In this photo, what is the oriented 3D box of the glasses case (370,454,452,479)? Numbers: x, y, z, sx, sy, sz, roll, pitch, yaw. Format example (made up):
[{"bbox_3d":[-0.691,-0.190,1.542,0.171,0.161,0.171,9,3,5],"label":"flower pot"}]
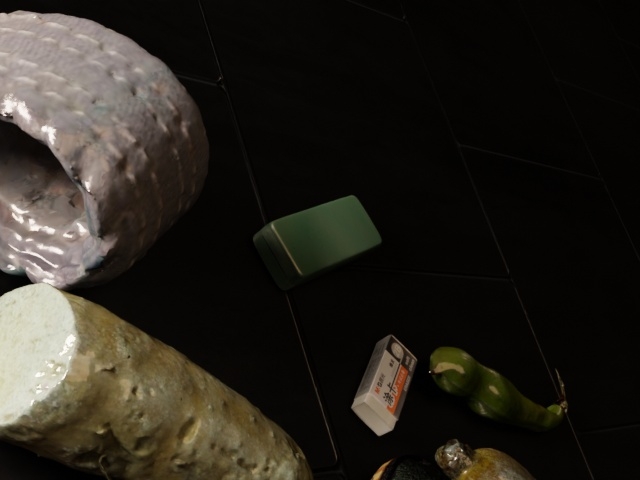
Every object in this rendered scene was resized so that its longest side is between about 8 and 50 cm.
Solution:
[{"bbox_3d":[0.164,0.366,1.001,0.321,0.082,0.122,50,38,-8],"label":"glasses case"}]

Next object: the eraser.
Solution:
[{"bbox_3d":[0.076,0.168,1.105,0.052,0.029,0.122,45,37,-12],"label":"eraser"}]

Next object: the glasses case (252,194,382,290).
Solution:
[{"bbox_3d":[0.000,0.000,1.143,0.184,0.039,0.078,-21,78,-53],"label":"glasses case"}]

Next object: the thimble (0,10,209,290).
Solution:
[{"bbox_3d":[-0.227,-0.080,0.815,0.236,0.205,0.172,50,38,-8],"label":"thimble"}]

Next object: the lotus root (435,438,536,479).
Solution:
[{"bbox_3d":[0.207,0.306,1.095,0.192,0.088,0.113,49,43,-6],"label":"lotus root"}]

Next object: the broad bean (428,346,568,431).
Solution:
[{"bbox_3d":[0.238,0.199,1.244,0.318,0.056,0.098,19,43,-45],"label":"broad bean"}]

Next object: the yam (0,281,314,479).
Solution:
[{"bbox_3d":[-0.139,0.160,0.799,0.330,0.133,0.133,36,40,-28],"label":"yam"}]
